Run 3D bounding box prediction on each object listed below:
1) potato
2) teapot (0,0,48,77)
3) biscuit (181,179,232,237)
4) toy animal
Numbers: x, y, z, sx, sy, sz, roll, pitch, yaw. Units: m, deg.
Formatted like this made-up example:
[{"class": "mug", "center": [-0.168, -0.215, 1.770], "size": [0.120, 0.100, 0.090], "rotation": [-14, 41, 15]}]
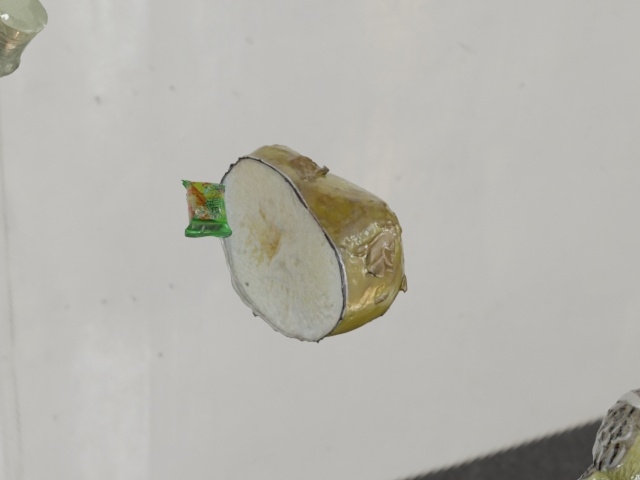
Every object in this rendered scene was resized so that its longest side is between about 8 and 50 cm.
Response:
[{"class": "potato", "center": [0.000, 0.000, 2.062], "size": [0.196, 0.300, 0.246], "rotation": [-16, 149, -42]}, {"class": "teapot", "center": [-0.305, -0.203, 1.384], "size": [0.057, 0.067, 0.083], "rotation": [35, 130, -5]}, {"class": "biscuit", "center": [-0.112, -0.033, 1.383], "size": [0.046, 0.089, 0.016], "rotation": [3, 125, -11]}, {"class": "toy animal", "center": [0.293, 0.189, 1.333], "size": [0.137, 0.098, 0.098], "rotation": [-18, 140, 26]}]
